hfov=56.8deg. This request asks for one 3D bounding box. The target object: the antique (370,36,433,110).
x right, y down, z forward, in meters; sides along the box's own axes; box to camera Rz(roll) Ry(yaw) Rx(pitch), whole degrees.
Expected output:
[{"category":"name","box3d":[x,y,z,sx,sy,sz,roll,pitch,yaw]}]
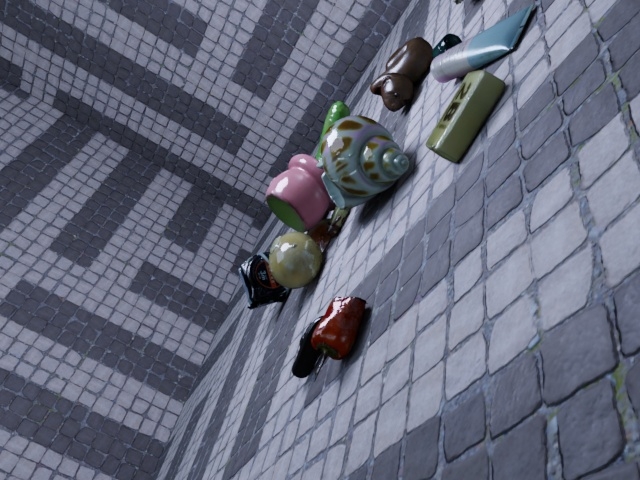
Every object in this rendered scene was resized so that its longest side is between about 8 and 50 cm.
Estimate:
[{"category":"antique","box3d":[0.259,-0.507,1.808,0.257,0.121,0.143,-57,17,-19]}]

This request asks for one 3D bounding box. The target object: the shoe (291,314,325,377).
[{"category":"shoe","box3d":[-0.022,0.229,1.314,0.160,0.062,0.053,-64,22,6]}]

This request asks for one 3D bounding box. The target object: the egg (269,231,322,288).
[{"category":"egg","box3d":[-0.074,0.057,1.779,0.164,0.164,0.202,-55,15,31]}]

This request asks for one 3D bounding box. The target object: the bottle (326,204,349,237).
[{"category":"bottle","box3d":[0.050,-0.057,1.804,0.063,0.047,0.101,32,-99,-59]}]

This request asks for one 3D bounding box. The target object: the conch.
[{"category":"conch","box3d":[0.100,-0.194,1.521,0.368,0.197,0.250,-112,15,-72]}]

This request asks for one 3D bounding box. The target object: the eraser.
[{"category":"eraser","box3d":[0.276,-0.241,1.146,0.172,0.058,0.117,-59,10,11]}]

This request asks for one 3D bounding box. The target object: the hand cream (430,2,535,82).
[{"category":"hand cream","box3d":[0.353,-0.420,1.302,0.111,0.070,0.312,-61,18,-8]}]

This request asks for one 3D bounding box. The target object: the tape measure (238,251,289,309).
[{"category":"tape measure","box3d":[-0.185,0.135,2.050,0.107,0.180,0.182,-53,48,54]}]

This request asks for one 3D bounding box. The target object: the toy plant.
[{"category":"toy plant","box3d":[-0.004,-0.211,1.853,0.356,0.210,0.317,-42,-33,-17]}]

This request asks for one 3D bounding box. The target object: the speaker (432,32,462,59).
[{"category":"speaker","box3d":[0.329,-0.490,1.556,0.095,0.060,0.075,-66,10,-25]}]

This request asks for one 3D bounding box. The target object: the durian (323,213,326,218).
[{"category":"durian","box3d":[-0.063,-0.103,2.168,0.196,0.166,0.196,-168,90,-78]}]

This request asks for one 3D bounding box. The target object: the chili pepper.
[{"category":"chili pepper","box3d":[0.027,0.187,1.146,0.086,0.084,0.192,76,-145,-54]}]

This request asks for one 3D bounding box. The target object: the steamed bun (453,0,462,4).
[{"category":"steamed bun","box3d":[0.407,-0.811,1.644,0.290,0.273,0.273,-120,16,-81]}]

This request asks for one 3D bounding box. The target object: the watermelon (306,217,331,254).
[{"category":"watermelon","box3d":[-0.012,-0.006,1.889,0.163,0.068,0.087,-64,10,-7]}]
